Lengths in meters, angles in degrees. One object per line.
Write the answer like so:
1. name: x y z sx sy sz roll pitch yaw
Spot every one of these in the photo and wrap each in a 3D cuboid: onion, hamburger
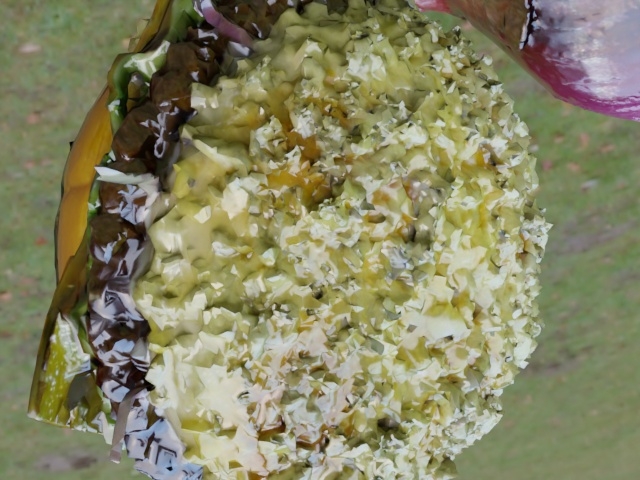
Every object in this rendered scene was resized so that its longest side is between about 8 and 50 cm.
1. onion: 0.206 -0.257 1.033 0.385 0.348 0.348 -7 167 31
2. hamburger: 0.000 0.000 0.506 0.138 0.243 0.261 9 171 40
